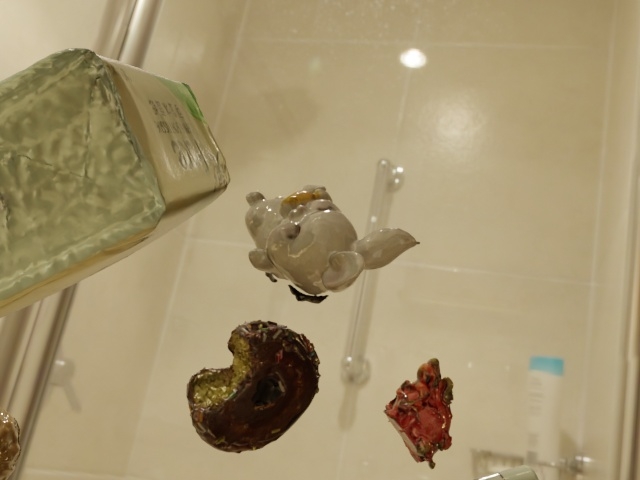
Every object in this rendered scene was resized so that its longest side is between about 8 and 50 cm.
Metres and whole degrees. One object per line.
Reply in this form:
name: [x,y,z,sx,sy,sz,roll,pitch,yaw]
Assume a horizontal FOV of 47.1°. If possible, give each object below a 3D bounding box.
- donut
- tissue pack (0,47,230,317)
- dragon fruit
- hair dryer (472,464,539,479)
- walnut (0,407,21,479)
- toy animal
donut: [-0.108,0.232,1.199,0.216,0.230,0.096,22,8,-44]
tissue pack: [-0.306,-0.056,0.878,0.332,0.205,0.405,-26,5,6]
dragon fruit: [0.196,0.327,1.411,0.150,0.207,0.133,12,1,-30]
hair dryer: [0.263,0.375,0.975,0.082,0.137,0.047,-9,-27,-14]
walnut: [-0.697,0.409,1.452,0.198,0.198,0.245,22,-11,-32]
toy animal: [-0.007,0.001,1.209,0.325,0.154,0.209,20,33,39]
